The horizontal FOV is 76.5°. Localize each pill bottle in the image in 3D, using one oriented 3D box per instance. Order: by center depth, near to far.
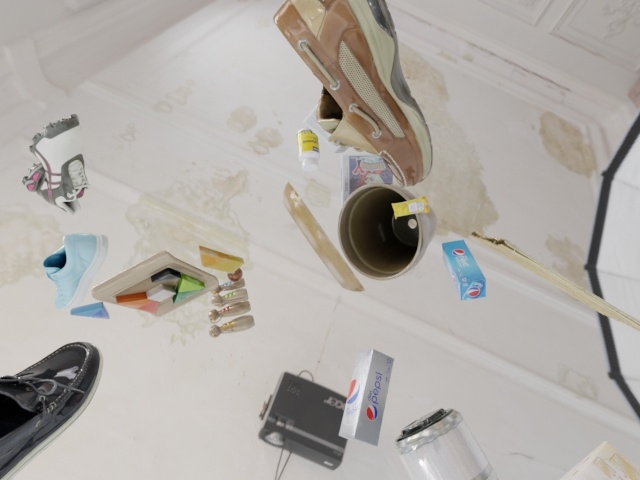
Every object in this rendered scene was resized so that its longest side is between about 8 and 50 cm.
[{"bbox_3d":[-0.035,-0.266,1.193,0.065,0.065,0.116,0,-106,-21],"label":"pill bottle"}]

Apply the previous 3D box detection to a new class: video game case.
[{"bbox_3d":[0.175,-0.228,1.511,0.201,0.183,0.023,-4,-168,-13],"label":"video game case"}]

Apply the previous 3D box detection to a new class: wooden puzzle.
[{"bbox_3d":[-0.123,0.038,0.316,0.116,0.078,0.014,-30,-119,12],"label":"wooden puzzle"}]

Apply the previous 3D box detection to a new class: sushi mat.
[{"bbox_3d":[0.420,0.069,0.721,0.316,0.019,0.151,30,-172,-4],"label":"sushi mat"}]

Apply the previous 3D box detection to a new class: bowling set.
[{"bbox_3d":[-0.337,0.192,1.435,0.154,0.199,0.287,-14,-164,-12],"label":"bowling set"}]

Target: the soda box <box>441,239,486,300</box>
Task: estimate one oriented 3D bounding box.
[{"bbox_3d":[0.420,0.083,1.201,0.071,0.067,0.210,-10,-149,7],"label":"soda box"}]

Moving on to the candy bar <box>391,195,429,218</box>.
[{"bbox_3d":[0.206,-0.076,0.952,0.018,0.161,0.040,-12,-88,-17],"label":"candy bar"}]

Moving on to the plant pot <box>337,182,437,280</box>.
[{"bbox_3d":[0.268,-0.047,1.431,0.280,0.323,0.323,-15,-122,-50],"label":"plant pot"}]

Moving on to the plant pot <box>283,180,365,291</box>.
[{"bbox_3d":[0.000,0.000,0.723,0.032,0.236,0.236,-35,-114,1],"label":"plant pot"}]

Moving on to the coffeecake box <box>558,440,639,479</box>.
[{"bbox_3d":[0.269,0.332,0.451,0.185,0.142,0.068,-25,-132,-26],"label":"coffeecake box"}]

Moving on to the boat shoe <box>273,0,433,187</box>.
[{"bbox_3d":[0.049,-0.181,0.520,0.120,0.324,0.122,-30,-133,9],"label":"boat shoe"}]

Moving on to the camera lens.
[{"bbox_3d":[0.360,0.641,1.154,0.219,0.219,0.274,-15,-116,-30],"label":"camera lens"}]

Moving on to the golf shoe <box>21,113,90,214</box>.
[{"bbox_3d":[-0.529,-0.157,0.852,0.120,0.273,0.105,47,-134,-10],"label":"golf shoe"}]

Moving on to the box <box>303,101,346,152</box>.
[{"bbox_3d":[0.036,-0.263,0.912,0.101,0.087,0.102,44,-160,2],"label":"box"}]

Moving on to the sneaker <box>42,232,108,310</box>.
[{"bbox_3d":[-0.838,0.098,1.334,0.150,0.366,0.135,14,-145,-44],"label":"sneaker"}]

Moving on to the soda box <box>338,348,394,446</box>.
[{"bbox_3d":[0.154,0.512,1.342,0.098,0.091,0.286,29,-120,-21],"label":"soda box"}]

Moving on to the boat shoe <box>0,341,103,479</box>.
[{"bbox_3d":[-0.647,0.358,0.861,0.187,0.156,0.500,8,-158,7],"label":"boat shoe"}]
